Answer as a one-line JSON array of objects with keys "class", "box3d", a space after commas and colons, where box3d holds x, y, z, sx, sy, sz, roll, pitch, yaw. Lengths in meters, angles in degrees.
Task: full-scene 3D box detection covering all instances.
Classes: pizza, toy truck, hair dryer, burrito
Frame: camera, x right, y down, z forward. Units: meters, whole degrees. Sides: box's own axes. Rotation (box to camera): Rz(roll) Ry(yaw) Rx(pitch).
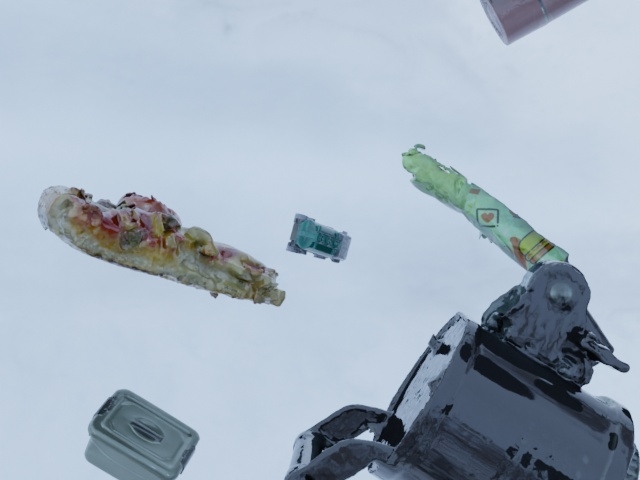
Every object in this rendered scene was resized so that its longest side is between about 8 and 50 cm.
[{"class": "pizza", "box3d": [-0.244, 0.003, 1.338, 0.406, 0.440, 0.130, 19, 86, -9]}, {"class": "toy truck", "box3d": [0.000, 0.000, 0.845, 0.083, 0.044, 0.039, 20, 85, -57]}, {"class": "hair dryer", "box3d": [0.397, -0.505, 1.505, 0.210, 0.352, 0.125, -28, 73, 9]}, {"class": "burrito", "box3d": [0.224, -0.029, 1.115, 0.288, 0.104, 0.054, 40, 92, 21]}]

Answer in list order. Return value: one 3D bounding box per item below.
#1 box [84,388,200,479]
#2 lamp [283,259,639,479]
[{"class": "box", "box3d": [-0.303, 0.343, 1.381, 0.172, 0.124, 0.092, 32, 120, 1]}, {"class": "lamp", "box3d": [0.187, 0.224, 0.885, 0.374, 0.205, 0.272, -39, 89, 3]}]
